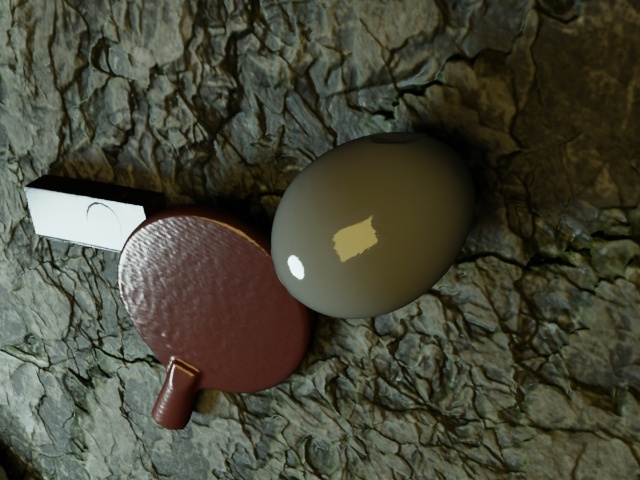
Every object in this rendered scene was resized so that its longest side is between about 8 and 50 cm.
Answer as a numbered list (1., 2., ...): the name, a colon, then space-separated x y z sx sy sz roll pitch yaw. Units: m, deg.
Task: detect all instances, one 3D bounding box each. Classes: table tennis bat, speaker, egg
1. table tennis bat: -0.152 0.117 1.341 0.268 0.051 0.415 29 133 5
2. speaker: -0.297 -0.032 1.380 0.218 0.044 0.082 11 121 31
3. egg: 0.054 -0.017 1.045 0.176 0.176 0.232 52 131 -1

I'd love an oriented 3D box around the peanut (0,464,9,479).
1. peanut: -0.650 0.424 1.828 0.340 0.158 0.174 51 154 5
